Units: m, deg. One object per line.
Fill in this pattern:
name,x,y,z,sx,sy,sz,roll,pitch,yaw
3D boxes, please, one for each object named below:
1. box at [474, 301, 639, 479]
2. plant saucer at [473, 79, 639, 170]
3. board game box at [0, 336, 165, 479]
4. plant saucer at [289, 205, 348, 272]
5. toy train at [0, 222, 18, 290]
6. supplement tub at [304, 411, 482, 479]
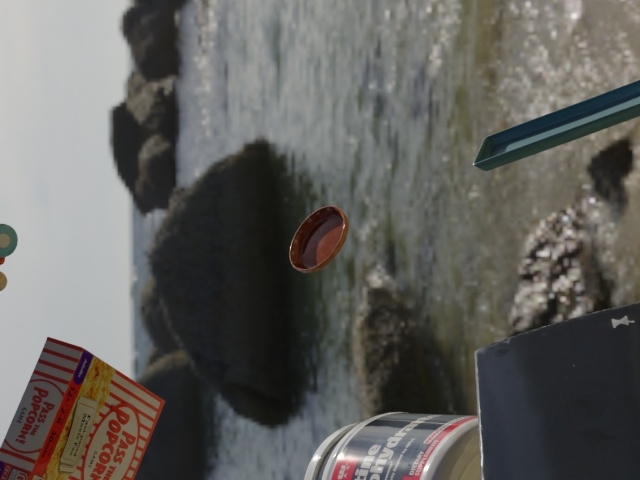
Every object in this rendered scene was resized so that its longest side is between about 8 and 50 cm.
box,0.168,0.164,0.655,0.153,0.108,0.207,-80,-31,-59
plant saucer,0.250,-0.117,1.234,0.018,0.192,0.067,60,-149,-19
board game box,-0.232,0.193,1.160,0.193,0.045,0.146,53,-125,-63
plant saucer,0.000,0.000,1.332,0.083,0.013,0.083,-31,40,30
toy train,-0.233,-0.035,0.698,0.166,0.046,0.125,11,110,53
supplement tub,0.118,0.278,1.260,0.272,0.191,0.191,-13,78,59
